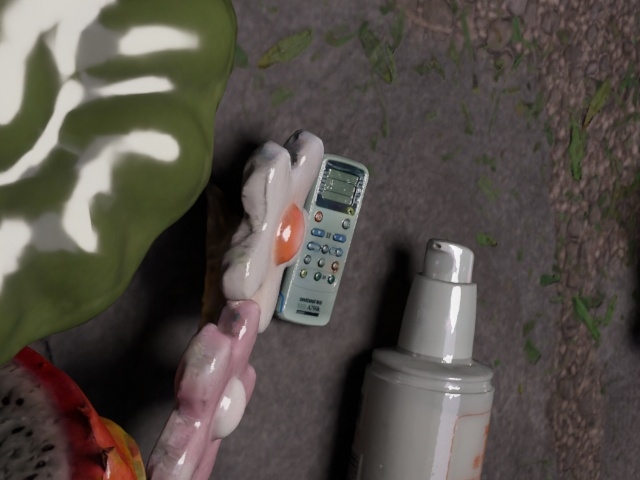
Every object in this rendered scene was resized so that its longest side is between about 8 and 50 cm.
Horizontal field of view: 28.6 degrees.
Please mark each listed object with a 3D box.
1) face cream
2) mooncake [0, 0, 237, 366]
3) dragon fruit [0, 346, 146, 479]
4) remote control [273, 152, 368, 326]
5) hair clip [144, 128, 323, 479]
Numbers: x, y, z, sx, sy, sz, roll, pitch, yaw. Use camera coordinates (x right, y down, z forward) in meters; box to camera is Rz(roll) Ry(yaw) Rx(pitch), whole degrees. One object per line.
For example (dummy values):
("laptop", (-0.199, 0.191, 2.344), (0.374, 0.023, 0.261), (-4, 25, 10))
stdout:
("face cream", (0.079, 0.123, 0.945), (0.101, 0.101, 0.252), (3, 98, -40))
("mooncake", (-0.201, -0.113, 0.575), (0.351, 0.187, 0.351), (0, 90, -34))
("dragon fruit", (-0.197, 0.219, 0.632), (0.305, 0.305, 0.226), (-43, 132, -23))
("remote control", (0.000, 0.000, 0.903), (0.053, 0.018, 0.124), (15, 91, -42))
("hair clip", (-0.057, 0.042, 0.793), (0.075, 0.146, 0.257), (12, 68, 1))
